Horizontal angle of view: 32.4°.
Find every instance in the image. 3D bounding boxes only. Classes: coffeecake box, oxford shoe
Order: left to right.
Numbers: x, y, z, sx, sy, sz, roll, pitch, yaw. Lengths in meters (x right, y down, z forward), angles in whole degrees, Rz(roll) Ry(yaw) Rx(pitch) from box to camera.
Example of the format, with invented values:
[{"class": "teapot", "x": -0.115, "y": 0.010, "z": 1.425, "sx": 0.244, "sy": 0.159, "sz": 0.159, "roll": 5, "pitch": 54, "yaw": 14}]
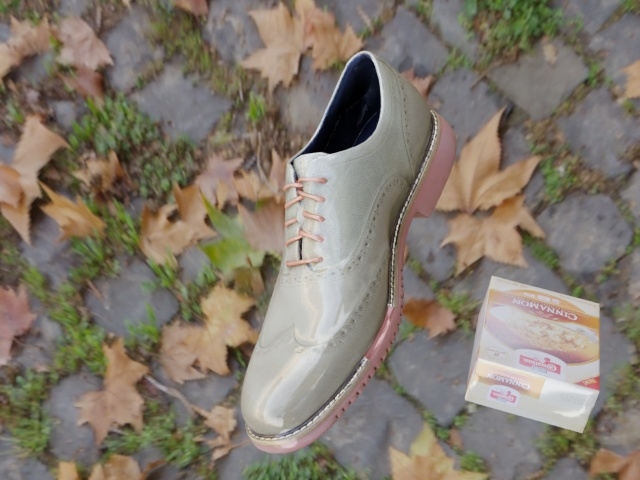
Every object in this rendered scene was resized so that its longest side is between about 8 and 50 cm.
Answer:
[{"class": "oxford shoe", "x": 0.000, "y": 0.000, "z": 1.014, "sx": 0.140, "sy": 0.146, "sz": 0.397, "roll": -8, "pitch": 49, "yaw": 38}, {"class": "coffeecake box", "x": 0.260, "y": 0.133, "z": 1.334, "sx": 0.142, "sy": 0.185, "sz": 0.068, "roll": 15, "pitch": 122, "yaw": 5}]
